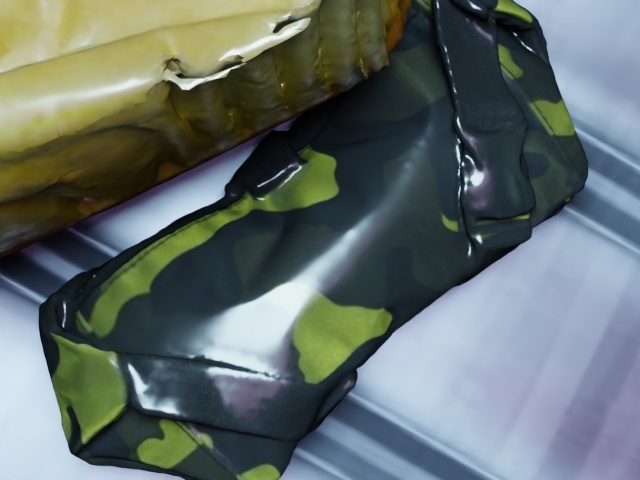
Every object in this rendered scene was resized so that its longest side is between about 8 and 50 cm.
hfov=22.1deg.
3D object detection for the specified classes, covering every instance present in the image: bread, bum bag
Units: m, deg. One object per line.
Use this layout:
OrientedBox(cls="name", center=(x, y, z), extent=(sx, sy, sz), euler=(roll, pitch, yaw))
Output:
OrientedBox(cls="bread", center=(-0.100, -0.089, 0.531), extent=(0.288, 0.156, 0.204), euler=(-23, 69, 0))
OrientedBox(cls="bum bag", center=(0.000, 0.000, 0.593), extent=(0.232, 0.060, 0.107), euler=(-44, 83, -9))
